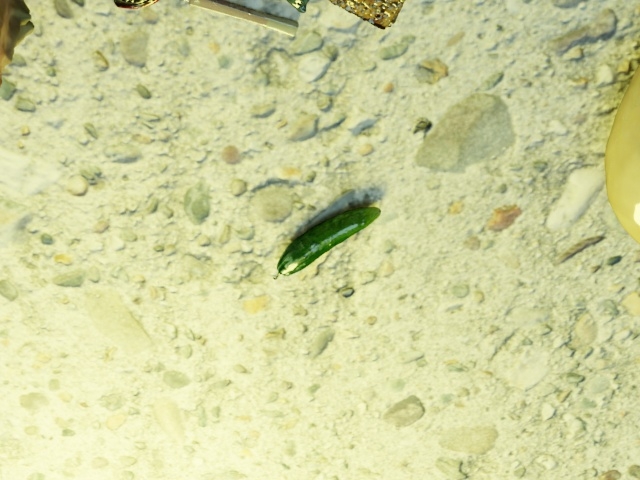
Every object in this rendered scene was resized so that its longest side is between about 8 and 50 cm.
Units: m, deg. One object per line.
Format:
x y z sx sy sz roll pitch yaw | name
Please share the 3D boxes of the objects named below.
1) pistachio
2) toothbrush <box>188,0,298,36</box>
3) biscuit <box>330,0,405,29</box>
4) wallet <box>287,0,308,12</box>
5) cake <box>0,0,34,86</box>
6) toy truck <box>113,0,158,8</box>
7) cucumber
0.411 -0.115 1.200 0.187 0.187 0.299 3 126 -5 | pistachio
-0.117 -0.248 1.177 0.194 0.017 0.014 13 135 -16 | toothbrush
0.001 -0.279 1.143 0.199 0.034 0.064 20 127 -19 | biscuit
0.023 -0.394 0.904 0.191 0.046 0.379 37 83 -34 | wallet
-0.394 -0.287 0.953 0.293 0.314 0.307 8 139 -5 | cake
-0.112 -0.305 1.030 0.114 0.107 0.253 -3 166 -35 | toy truck
0.000 0.000 1.381 0.168 0.039 0.039 -32 125 20 | cucumber
